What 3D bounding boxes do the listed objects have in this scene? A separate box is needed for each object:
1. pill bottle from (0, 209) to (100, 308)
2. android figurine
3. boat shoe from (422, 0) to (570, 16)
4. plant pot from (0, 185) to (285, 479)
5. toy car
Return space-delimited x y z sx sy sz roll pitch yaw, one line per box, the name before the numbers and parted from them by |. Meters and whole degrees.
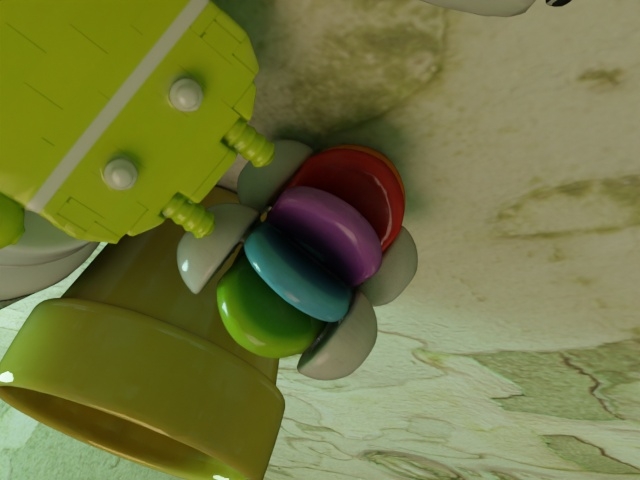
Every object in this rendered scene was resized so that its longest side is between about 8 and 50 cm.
pill bottle | -0.308 -0.038 0.594 0.204 0.204 0.361 36 147 -27
android figurine | -0.149 -0.104 0.391 0.273 0.248 0.056 40 -173 -28
boat shoe | -0.044 -0.180 0.229 0.341 0.127 0.158 9 173 2
plant pot | -0.140 0.084 0.663 0.254 0.239 0.254 15 151 8
toy car | 0.000 0.000 0.498 0.159 0.182 0.136 39 144 -5
